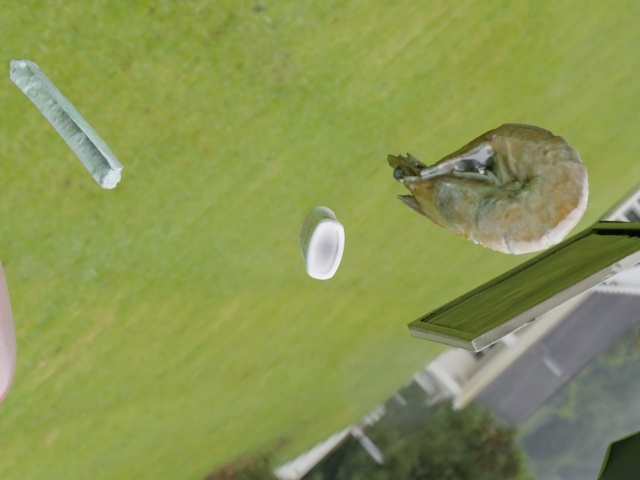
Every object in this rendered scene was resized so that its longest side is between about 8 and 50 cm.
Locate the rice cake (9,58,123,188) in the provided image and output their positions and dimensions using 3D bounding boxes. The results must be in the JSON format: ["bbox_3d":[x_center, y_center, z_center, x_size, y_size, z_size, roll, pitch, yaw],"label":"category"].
[{"bbox_3d":[-0.318,-0.148,1.518,0.034,0.211,0.043,-45,164,12],"label":"rice cake"}]

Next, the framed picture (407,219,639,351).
[{"bbox_3d":[0.397,0.072,2.162,0.446,0.028,0.326,-27,-173,-13],"label":"framed picture"}]

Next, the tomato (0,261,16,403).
[{"bbox_3d":[-0.533,0.095,1.572,0.272,0.341,0.341,3,149,-28],"label":"tomato"}]

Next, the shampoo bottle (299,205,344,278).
[{"bbox_3d":[0.000,0.000,1.455,0.099,0.043,0.072,-115,-143,-75],"label":"shampoo bottle"}]

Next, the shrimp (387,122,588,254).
[{"bbox_3d":[0.209,-0.084,1.574,0.077,0.317,0.168,36,83,-49],"label":"shrimp"}]

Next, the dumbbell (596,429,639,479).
[{"bbox_3d":[0.556,0.441,1.891,0.144,0.325,0.160,-8,-141,44],"label":"dumbbell"}]

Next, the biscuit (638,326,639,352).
[{"bbox_3d":[0.635,0.172,1.677,0.365,0.385,0.062,-44,178,-16],"label":"biscuit"}]
